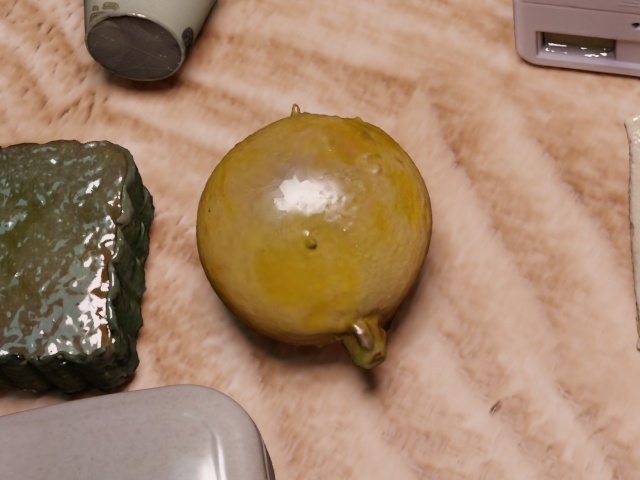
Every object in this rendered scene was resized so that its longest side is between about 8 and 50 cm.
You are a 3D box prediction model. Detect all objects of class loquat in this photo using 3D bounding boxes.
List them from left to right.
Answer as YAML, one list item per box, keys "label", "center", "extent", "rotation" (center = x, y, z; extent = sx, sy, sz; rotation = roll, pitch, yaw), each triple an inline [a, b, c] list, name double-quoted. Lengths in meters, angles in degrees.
- label: "loquat"
  center: [0.000, 0.000, 1.223]
  extent: [0.172, 0.149, 0.204]
  rotation: [-24, 74, -8]

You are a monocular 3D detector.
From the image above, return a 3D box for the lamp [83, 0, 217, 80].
- label: "lamp"
  center: [-0.131, -0.237, 1.376]
  extent: [0.121, 0.121, 0.214]
  rotation: [4, 56, 10]

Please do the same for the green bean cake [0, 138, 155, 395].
- label: "green bean cake"
  center: [-0.218, 0.023, 1.273]
  extent: [0.173, 0.094, 0.181]
  rotation: [-2, 65, 8]

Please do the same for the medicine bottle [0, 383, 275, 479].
- label: "medicine bottle"
  center: [-0.136, 0.289, 1.115]
  extent: [0.282, 0.123, 0.375]
  rotation: [-11, 63, 4]

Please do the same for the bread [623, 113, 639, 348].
- label: "bread"
  center: [0.261, -0.006, 1.211]
  extent: [0.077, 0.105, 0.152]
  rotation: [-3, 63, 14]

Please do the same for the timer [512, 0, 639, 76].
- label: "timer"
  center: [0.254, -0.252, 1.280]
  extent: [0.192, 0.194, 0.195]
  rotation: [8, 67, 12]
